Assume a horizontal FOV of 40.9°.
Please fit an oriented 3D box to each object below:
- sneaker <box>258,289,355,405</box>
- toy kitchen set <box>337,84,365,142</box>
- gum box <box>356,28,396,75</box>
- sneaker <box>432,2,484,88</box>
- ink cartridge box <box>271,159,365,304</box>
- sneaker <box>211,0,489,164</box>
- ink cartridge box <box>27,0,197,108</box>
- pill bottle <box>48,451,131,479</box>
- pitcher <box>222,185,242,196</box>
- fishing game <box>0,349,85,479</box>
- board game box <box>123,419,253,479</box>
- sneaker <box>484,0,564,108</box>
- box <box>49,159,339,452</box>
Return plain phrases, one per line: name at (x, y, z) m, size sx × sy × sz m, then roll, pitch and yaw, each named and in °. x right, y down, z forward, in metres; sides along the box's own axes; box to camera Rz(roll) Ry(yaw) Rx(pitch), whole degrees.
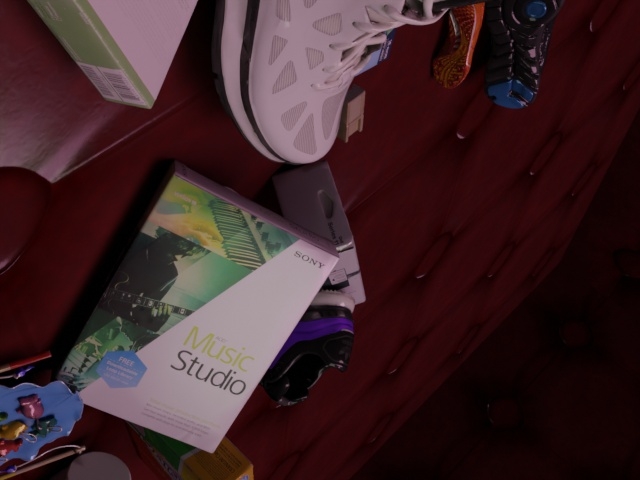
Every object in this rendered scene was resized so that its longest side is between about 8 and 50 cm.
sneaker at (-0.079, 0.177, 1.274) m, size 0.293 × 0.146 × 0.102 m, roll -20°, pitch 151°, yaw 29°
toy kitchen set at (0.027, -0.192, 1.135) m, size 0.068 × 0.083 × 0.075 m, roll -40°, pitch 154°, yaw -26°
gum box at (0.033, -0.270, 1.078) m, size 0.184 × 0.041 × 0.157 m, roll -34°, pitch 153°, yaw -35°
sneaker at (0.227, -0.316, 1.370) m, size 0.067 × 0.064 × 0.175 m, roll -47°, pitch 163°, yaw -38°
ink cartridge box at (0.000, 0.000, 1.272) m, size 0.087 × 0.153 × 0.208 m, roll -17°, pitch 153°, yaw -1°
sneaker at (0.040, -0.209, 0.823) m, size 0.169 × 0.257 × 0.447 m, roll -52°, pitch 156°, yaw -32°
ink cartridge box at (-0.149, -0.255, 0.730) m, size 0.171 × 0.056 × 0.235 m, roll 64°, pitch 42°, yaw -67°
pill bottle at (-0.358, 0.434, 1.277) m, size 0.146 × 0.146 × 0.264 m, roll -23°, pitch 144°, yaw -51°
pitcher at (-0.099, 0.052, 1.149) m, size 0.125 × 0.178 × 0.207 m, roll -62°, pitch 174°, yaw -57°
fishing game at (-0.368, 0.225, 1.000) m, size 0.189 × 0.041 × 0.264 m, roll -16°, pitch 146°, yaw -21°
board game box at (-0.200, 0.333, 1.301) m, size 0.064 × 0.242 × 0.316 m, roll -40°, pitch 155°, yaw -25°
sneaker at (0.339, -0.389, 1.447) m, size 0.341 × 0.125 × 0.139 m, roll 92°, pitch 14°, yaw -52°
box at (-0.156, 0.092, 1.061) m, size 0.322 × 0.232 × 0.058 m, roll -58°, pitch -159°, yaw 13°
